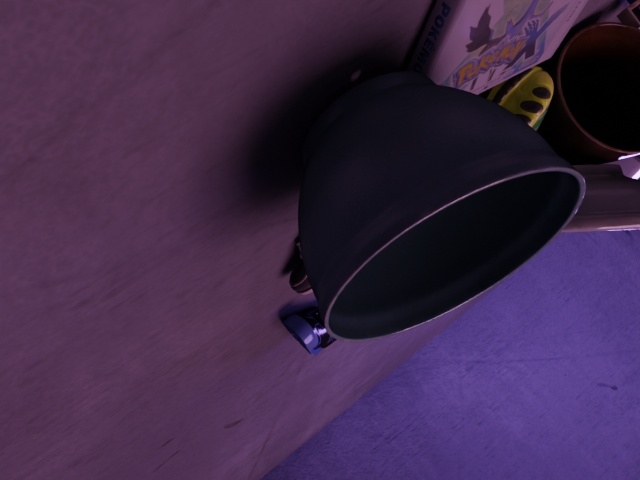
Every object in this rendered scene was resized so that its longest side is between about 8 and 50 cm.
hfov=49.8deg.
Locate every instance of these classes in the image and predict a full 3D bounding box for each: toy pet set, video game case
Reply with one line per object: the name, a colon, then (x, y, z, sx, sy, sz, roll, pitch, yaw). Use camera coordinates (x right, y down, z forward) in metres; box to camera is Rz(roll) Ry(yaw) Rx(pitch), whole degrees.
toy pet set: (0.532, -0.368, 1.082, 0.065, 0.122, 0.114, -36, 180, -6)
video game case: (0.240, -0.287, 0.797, 0.329, 0.036, 0.300, -30, 158, -32)

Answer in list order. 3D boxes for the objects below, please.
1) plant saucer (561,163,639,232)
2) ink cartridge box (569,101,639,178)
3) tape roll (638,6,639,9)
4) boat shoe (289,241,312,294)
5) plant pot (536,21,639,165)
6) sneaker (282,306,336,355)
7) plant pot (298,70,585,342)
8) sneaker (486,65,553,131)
plant saucer: (0.383, -0.070, 1.141, 0.400, 0.100, 0.400, -3, -177, 0)
ink cartridge box: (0.539, -0.215, 1.294, 0.117, 0.207, 0.283, -28, 157, -40)
tape roll: (0.684, -0.475, 1.183, 0.275, 0.090, 0.275, -36, 161, -14)
boat shoe: (0.000, 0.000, 0.965, 0.065, 0.075, 0.206, 22, 133, -21)
plant pot: (0.440, -0.212, 1.158, 0.215, 0.215, 0.230, -36, 177, -15)
sneaker: (-0.006, 0.151, 1.244, 0.090, 0.081, 0.232, -43, 169, -5)
plant pot: (0.094, -0.051, 0.733, 0.293, 0.196, 0.293, -23, 154, -12)
sneaker: (0.250, -0.131, 1.058, 0.295, 0.109, 0.123, -48, 160, 21)
